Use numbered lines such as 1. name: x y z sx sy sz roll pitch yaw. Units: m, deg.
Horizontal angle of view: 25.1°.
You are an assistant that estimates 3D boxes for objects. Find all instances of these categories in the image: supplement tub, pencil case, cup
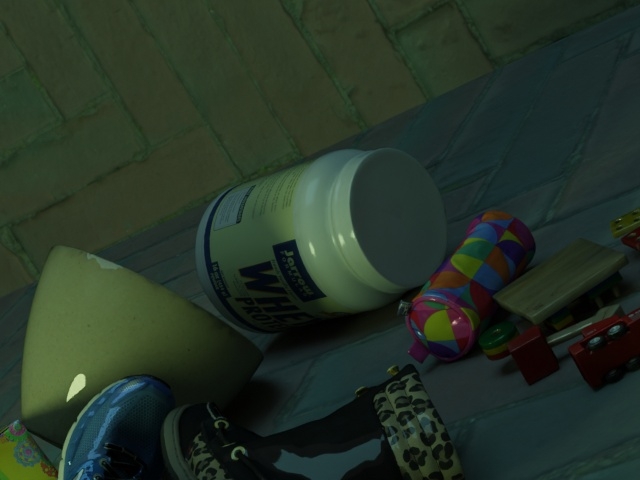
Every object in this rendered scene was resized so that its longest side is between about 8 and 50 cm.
1. supplement tub: 0.000 0.000 2.089 0.325 0.235 0.235 -16 20 45
2. pencil case: 0.187 0.055 1.806 0.104 0.104 0.236 -18 18 40
3. cup: -0.277 0.188 1.964 0.237 0.331 0.331 -62 23 -13

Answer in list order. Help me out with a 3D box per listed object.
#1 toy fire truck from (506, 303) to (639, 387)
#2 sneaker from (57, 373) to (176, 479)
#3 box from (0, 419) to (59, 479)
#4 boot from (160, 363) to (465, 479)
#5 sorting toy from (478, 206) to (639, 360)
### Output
1. toy fire truck: 0.302 0.100 1.527 0.192 0.047 0.135 -30 13 2
2. sneaker: -0.240 0.308 1.614 0.147 0.129 0.330 -6 58 62
3. box: -0.454 0.379 1.756 0.290 0.177 0.279 -37 3 -21
4. boot: -0.017 0.227 1.517 0.284 0.138 0.377 -23 12 -3
5. sorting toy: 0.295 0.054 1.691 0.274 0.046 0.132 -33 14 -7
